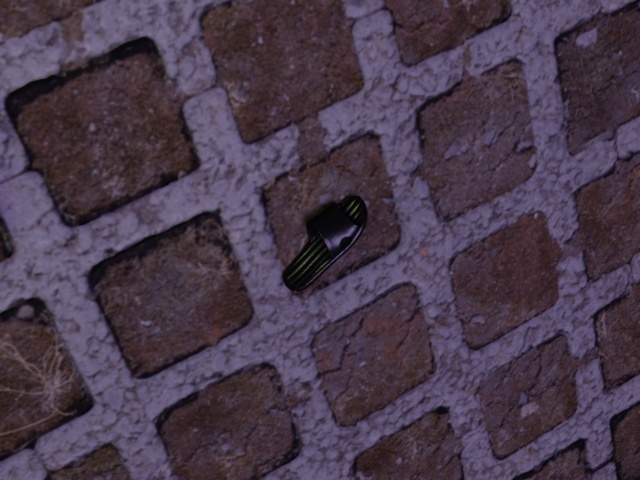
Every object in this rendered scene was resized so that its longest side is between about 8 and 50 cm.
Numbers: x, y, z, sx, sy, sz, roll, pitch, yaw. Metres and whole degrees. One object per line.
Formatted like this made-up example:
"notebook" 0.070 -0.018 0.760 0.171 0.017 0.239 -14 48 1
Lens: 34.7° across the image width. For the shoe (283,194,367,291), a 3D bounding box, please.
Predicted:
"shoe" 0.000 0.000 1.389 0.159 0.062 0.053 -50 138 4
